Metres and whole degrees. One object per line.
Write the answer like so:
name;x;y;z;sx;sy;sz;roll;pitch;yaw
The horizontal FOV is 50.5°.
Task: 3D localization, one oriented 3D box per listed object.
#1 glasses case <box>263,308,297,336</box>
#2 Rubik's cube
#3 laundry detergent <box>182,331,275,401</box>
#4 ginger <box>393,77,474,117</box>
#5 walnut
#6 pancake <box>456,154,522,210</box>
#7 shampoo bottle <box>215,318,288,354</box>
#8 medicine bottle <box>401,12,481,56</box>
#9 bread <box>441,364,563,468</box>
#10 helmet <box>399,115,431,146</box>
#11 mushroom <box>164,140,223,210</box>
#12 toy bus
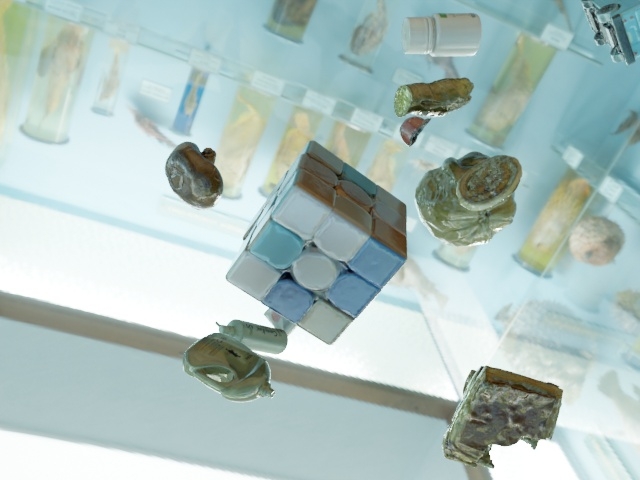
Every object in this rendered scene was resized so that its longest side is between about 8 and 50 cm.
glasses case;-0.083;0.204;2.330;0.128;0.308;0.083;42;-162;12
Rubik's cube;0.000;0.000;1.815;0.347;0.346;0.344;33;-153;-9
laundry detergent;-0.231;0.350;1.809;0.253;0.091;0.181;27;-152;23
ginger;0.336;-0.419;2.008;0.263;0.109;0.116;-14;-174;-27
walnut;0.432;-0.123;2.000;0.253;0.282;0.276;30;-154;-28
pancake;0.344;-0.119;1.376;0.025;0.152;0.151;51;-171;-32
shampoo bottle;-0.212;0.295;2.088;0.262;0.085;0.085;23;-163;-49
medicine bottle;0.389;-0.664;2.197;0.237;0.139;0.139;-4;-151;-5
bread;0.594;0.584;2.252;0.314;0.369;0.191;17;-164;-4
helmet;0.213;-0.263;1.572;0.049;0.084;0.065;39;-160;10
mushroom;-0.392;-0.191;2.065;0.138;0.194;0.231;-3;-149;-42
toy bus;0.724;-0.536;1.590;0.133;0.165;0.271;56;-161;-28
